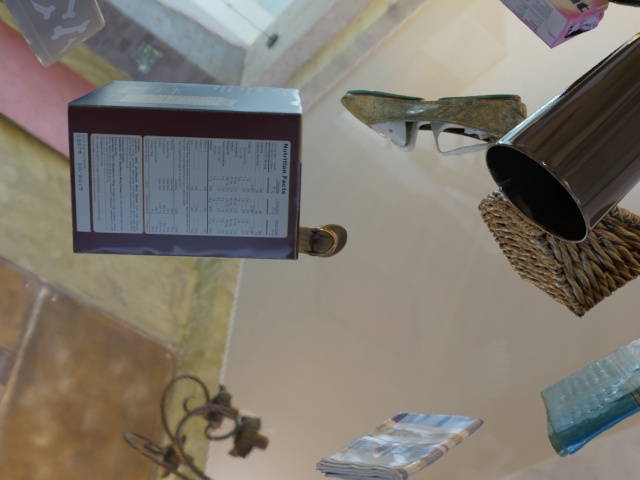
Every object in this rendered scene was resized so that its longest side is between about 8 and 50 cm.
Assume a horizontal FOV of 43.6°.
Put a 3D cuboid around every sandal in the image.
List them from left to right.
[{"bbox_3d":[0.000,0.000,1.626,0.049,0.180,0.072,5,-88,40],"label":"sandal"}]

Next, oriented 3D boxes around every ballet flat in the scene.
[{"bbox_3d":[0.200,-0.215,1.472,0.348,0.123,0.123,5,-123,16],"label":"ballet flat"}]

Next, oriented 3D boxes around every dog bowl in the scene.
[{"bbox_3d":[-0.393,-0.405,1.040,0.102,0.349,0.349,-26,-153,-8],"label":"dog bowl"}]

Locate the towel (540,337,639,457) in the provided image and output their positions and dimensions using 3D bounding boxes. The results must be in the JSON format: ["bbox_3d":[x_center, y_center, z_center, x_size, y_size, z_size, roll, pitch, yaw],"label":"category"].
[{"bbox_3d":[0.508,0.190,1.210,0.370,0.040,0.271,-33,178,14],"label":"towel"}]

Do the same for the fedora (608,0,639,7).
[{"bbox_3d":[0.585,-0.505,1.281,0.334,0.153,0.334,-18,-146,13],"label":"fedora"}]

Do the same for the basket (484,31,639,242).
[{"bbox_3d":[0.337,-0.129,0.954,0.227,0.154,0.204,-41,-174,-3],"label":"basket"}]

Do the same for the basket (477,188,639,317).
[{"bbox_3d":[0.434,-0.043,1.386,0.223,0.213,0.299,-33,-166,1],"label":"basket"}]

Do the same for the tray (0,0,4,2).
[{"bbox_3d":[-0.532,-0.590,1.256,0.076,0.202,0.411,-105,-150,-50],"label":"tray"}]

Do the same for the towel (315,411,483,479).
[{"bbox_3d":[0.153,0.389,1.526,0.209,0.285,0.034,-8,-84,44],"label":"towel"}]

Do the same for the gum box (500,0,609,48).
[{"bbox_3d":[0.352,-0.393,1.260,0.107,0.188,0.062,-29,160,-30],"label":"gum box"}]

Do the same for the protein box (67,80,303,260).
[{"bbox_3d":[-0.121,-0.076,0.785,0.200,0.201,0.136,-100,-167,-73],"label":"protein box"}]
